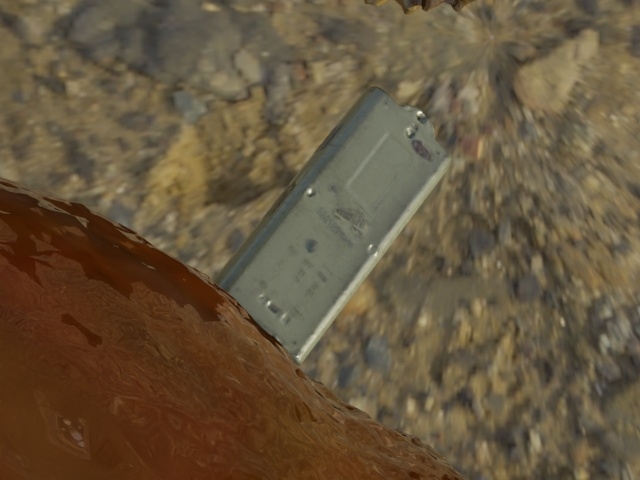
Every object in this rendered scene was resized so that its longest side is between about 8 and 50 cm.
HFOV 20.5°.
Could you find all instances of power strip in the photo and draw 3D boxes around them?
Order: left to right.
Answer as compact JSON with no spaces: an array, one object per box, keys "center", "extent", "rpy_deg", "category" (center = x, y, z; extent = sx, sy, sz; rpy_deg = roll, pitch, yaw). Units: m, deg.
[{"center":[0.000,0.000,1.360],"extent":[0.092,0.034,0.268],"rpy_deg":[43,68,-13],"category":"power strip"}]

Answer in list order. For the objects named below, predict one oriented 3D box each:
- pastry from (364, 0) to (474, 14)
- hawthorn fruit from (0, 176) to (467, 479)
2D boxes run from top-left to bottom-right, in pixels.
[{"center":[0.040,-0.312,0.945],"extent":[0.292,0.405,0.337],"rpy_deg":[22,93,7],"category":"pastry"},{"center":[-0.099,0.199,0.447],"extent":[0.471,0.472,0.472],"rpy_deg":[1,97,5],"category":"hawthorn fruit"}]
